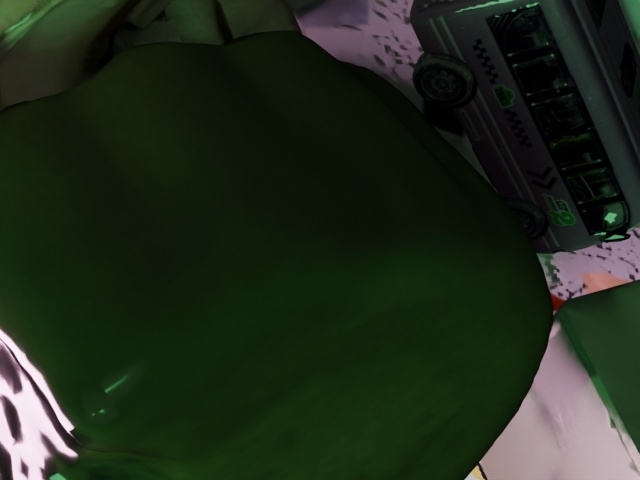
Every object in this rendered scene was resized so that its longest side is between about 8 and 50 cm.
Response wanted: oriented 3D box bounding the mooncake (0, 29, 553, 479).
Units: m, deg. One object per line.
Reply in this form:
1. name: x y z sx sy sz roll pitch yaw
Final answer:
1. mooncake: -0.053 0.060 0.567 0.187 0.351 0.351 52 163 34

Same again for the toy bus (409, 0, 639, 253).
1. toy bus: 0.120 -0.077 0.567 0.098 0.086 0.178 -9 133 31

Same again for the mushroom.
1. mushroom: -0.132 -0.114 0.614 0.189 0.195 0.253 50 158 23

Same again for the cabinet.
1. cabinet: 0.211 0.130 0.698 0.150 0.145 0.206 -14 153 -19
